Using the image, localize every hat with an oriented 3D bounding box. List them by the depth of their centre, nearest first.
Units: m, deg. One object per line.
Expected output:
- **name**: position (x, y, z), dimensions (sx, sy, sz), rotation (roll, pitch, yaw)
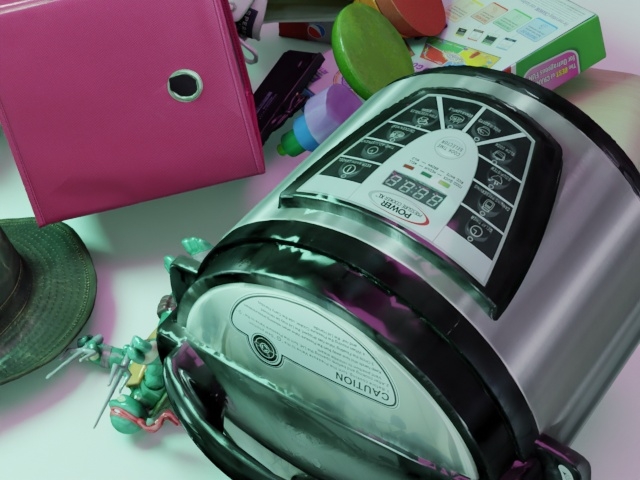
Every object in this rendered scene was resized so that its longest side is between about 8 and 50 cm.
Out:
- **hat**: position (-0.414, 0.035, 1.314), dimensions (0.331, 0.134, 0.331), rotation (-6, 41, 5)

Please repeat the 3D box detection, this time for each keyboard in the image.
- **keyboard**: position (-0.058, -0.158, 1.523), dimensions (0.180, 0.023, 0.108), rotation (-56, 34, -11)

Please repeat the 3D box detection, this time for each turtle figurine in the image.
- **turtle figurine**: position (-0.179, 0.113, 1.280), dimensions (0.175, 0.118, 0.234), rotation (-11, 42, 49)

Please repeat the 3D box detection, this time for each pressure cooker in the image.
- **pressure cooker**: position (0.081, 0.088, 1.135), dimensions (0.375, 0.370, 0.420), rotation (52, 56, -11)

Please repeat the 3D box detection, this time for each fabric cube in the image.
- **fabric cube**: position (-0.220, -0.202, 1.391), dimensions (0.258, 0.254, 0.259), rotation (-13, 28, 0)

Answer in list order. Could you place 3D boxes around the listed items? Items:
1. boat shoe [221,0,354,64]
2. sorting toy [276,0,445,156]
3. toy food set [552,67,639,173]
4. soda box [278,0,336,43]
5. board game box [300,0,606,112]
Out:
- **boat shoe**: position (-0.100, -0.306, 1.586), dimensions (0.367, 0.136, 0.156), rotation (-2, 72, -7)
- **sorting toy**: position (0.032, -0.205, 1.448), dimensions (0.126, 0.127, 0.365), rotation (-26, 25, 37)
- **toy food set**: position (0.253, -0.118, 1.522), dimensions (0.306, 0.092, 0.220), rotation (10, 48, 20)
- **soda box**: position (0.013, -0.393, 1.763), dimensions (0.092, 0.083, 0.263), rotation (10, 48, 8)
- **board game box**: position (0.149, -0.216, 1.528), dimensions (0.316, 0.064, 0.242), rotation (-31, 38, -10)
